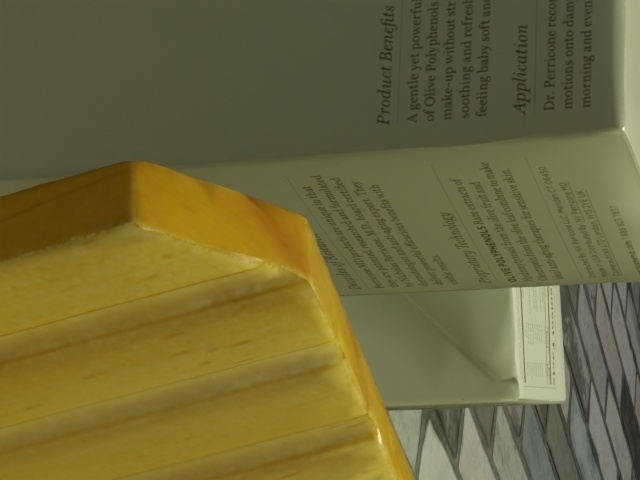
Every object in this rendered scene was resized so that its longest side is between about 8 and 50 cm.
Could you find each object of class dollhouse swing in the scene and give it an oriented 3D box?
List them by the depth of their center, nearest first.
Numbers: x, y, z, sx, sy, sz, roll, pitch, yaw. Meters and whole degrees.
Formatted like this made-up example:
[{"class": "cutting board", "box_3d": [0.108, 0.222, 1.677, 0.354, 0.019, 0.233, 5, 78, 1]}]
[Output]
[{"class": "dollhouse swing", "box_3d": [-0.138, 0.189, 0.522, 0.347, 0.305, 0.315, 69, 24, -45]}]

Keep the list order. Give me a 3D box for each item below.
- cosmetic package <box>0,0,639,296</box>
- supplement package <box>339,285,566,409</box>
[{"class": "cosmetic package", "box_3d": [-0.026, -0.085, 0.822, 0.155, 0.366, 0.197, 51, 41, -58]}, {"class": "supplement package", "box_3d": [0.000, 0.000, 1.050, 0.145, 0.262, 0.204, 17, 70, -71]}]
